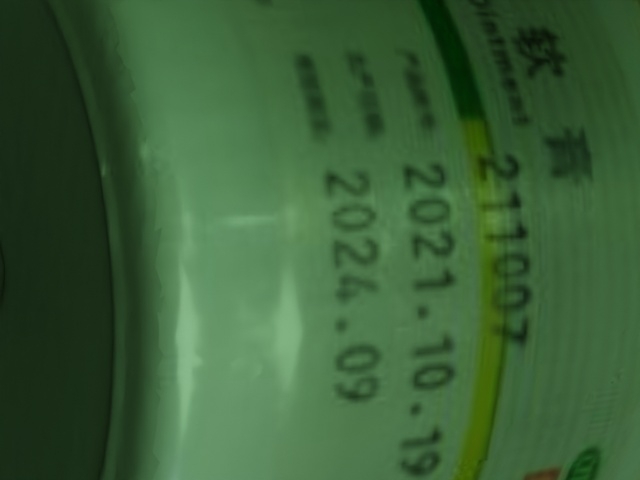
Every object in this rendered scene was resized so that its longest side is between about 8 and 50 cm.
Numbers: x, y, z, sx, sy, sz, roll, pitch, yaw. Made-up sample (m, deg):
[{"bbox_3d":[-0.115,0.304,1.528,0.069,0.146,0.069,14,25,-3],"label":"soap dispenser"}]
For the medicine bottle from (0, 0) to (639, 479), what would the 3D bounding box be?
[{"bbox_3d":[0.000,0.000,0.539,0.232,0.238,0.238,-4,113,-32],"label":"medicine bottle"}]
